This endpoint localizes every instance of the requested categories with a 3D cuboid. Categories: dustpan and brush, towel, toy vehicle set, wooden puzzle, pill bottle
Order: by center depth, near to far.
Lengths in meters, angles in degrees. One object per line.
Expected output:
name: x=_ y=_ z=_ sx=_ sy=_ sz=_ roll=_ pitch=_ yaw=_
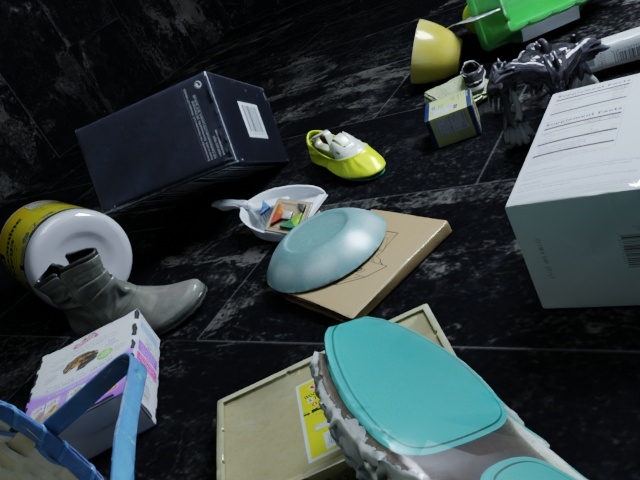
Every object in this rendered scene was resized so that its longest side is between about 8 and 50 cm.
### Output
toy vehicle set: x=0.019 y=0.175 z=0.655 sx=0.266 sy=0.035 sz=0.166 roll=-26 pitch=27 yaw=5
wooden puzzle: x=-0.052 y=-0.041 z=1.067 sx=0.116 sy=0.014 sz=0.079 roll=3 pitch=56 yaw=19
dustpan and brush: x=-0.110 y=-0.056 z=1.152 sx=0.211 sy=0.060 sz=0.147 roll=-5 pitch=34 yaw=37
towel: x=0.270 y=-0.286 z=1.239 sx=0.110 sy=0.027 sz=0.148 roll=-28 pitch=27 yaw=-3
pill bottle: x=-0.518 y=0.019 z=1.262 sx=0.188 sy=0.188 sz=0.333 roll=-42 pitch=29 yaw=-25

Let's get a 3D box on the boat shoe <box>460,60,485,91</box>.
boat shoe: x=0.286 y=-0.320 z=1.213 sx=0.046 sy=0.038 sz=0.125 roll=-14 pitch=30 yaw=21

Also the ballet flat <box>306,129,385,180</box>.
ballet flat: x=0.035 y=-0.166 z=1.192 sx=0.077 sy=0.077 sz=0.231 roll=-35 pitch=28 yaw=-15

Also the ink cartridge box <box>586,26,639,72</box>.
ink cartridge box: x=0.496 y=-0.327 z=1.107 sx=0.145 sy=0.045 sz=0.179 roll=-12 pitch=13 yaw=31

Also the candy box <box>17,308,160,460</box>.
candy box: x=-0.308 y=0.202 z=0.875 sx=0.164 sy=0.070 sz=0.196 roll=-27 pitch=27 yaw=2

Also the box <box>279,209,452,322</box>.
box: x=0.061 y=0.029 z=0.889 sx=0.201 sy=0.021 sz=0.164 roll=-41 pitch=29 yaw=-25

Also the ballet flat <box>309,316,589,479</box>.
ballet flat: x=0.103 y=0.189 z=0.439 sx=0.147 sy=0.147 sz=0.409 roll=-35 pitch=30 yaw=-13

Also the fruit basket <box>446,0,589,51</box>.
fruit basket: x=0.419 y=-0.508 z=1.395 sx=0.326 sy=0.166 sz=0.353 roll=-24 pitch=7 yaw=-3

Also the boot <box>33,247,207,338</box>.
boot: x=-0.316 y=0.078 z=0.997 sx=0.246 sy=0.161 sz=0.083 roll=-20 pitch=28 yaw=15

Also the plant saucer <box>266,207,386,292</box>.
plant saucer: x=0.000 y=0.000 z=0.932 sx=0.194 sy=0.038 sz=0.195 roll=-23 pitch=27 yaw=12

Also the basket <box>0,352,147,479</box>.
basket: x=-0.279 y=0.261 z=0.596 sx=0.288 sy=0.201 sz=0.255 roll=-36 pitch=25 yaw=6

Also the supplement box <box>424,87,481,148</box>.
supplement box: x=0.230 y=-0.212 z=1.114 sx=0.083 sy=0.056 sz=0.083 roll=-17 pitch=29 yaw=21

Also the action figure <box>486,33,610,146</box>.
action figure: x=0.337 y=-0.232 z=0.965 sx=0.163 sy=0.141 sz=0.276 roll=-21 pitch=12 yaw=9

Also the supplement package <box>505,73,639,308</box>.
supplement package: x=0.308 y=-0.061 z=0.683 sx=0.133 sy=0.139 sz=0.244 roll=-7 pitch=34 yaw=38

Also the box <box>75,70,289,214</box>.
box: x=-0.264 y=-0.188 z=1.282 sx=0.293 sy=0.183 sz=0.296 roll=-20 pitch=1 yaw=16

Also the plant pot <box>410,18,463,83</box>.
plant pot: x=0.250 y=-0.396 z=1.361 sx=0.095 sy=0.134 sz=0.134 roll=9 pitch=38 yaw=13
